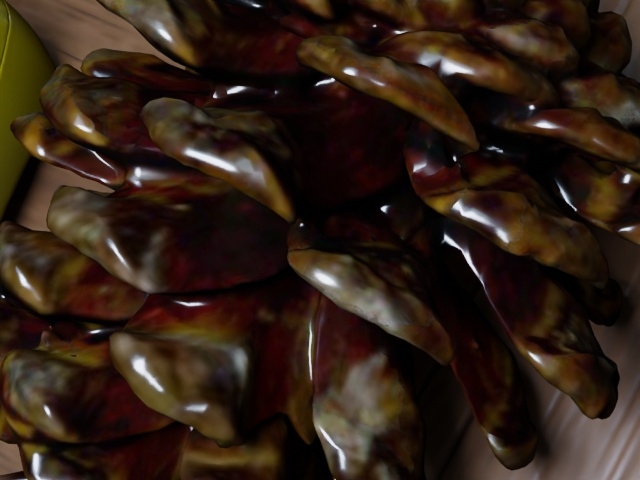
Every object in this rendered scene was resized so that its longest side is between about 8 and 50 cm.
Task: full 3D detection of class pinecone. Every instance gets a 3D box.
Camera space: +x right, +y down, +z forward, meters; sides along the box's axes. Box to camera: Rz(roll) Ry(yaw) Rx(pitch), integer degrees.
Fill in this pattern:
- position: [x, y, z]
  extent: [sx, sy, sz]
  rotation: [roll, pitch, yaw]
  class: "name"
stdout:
- position: [0.000, 0.000, 0.609]
  extent: [0.244, 0.244, 0.309]
  rotation: [40, 105, 29]
  class: "pinecone"

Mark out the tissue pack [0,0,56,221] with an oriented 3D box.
- position: [-0.202, -0.037, 0.751]
  extent: [0.123, 0.127, 0.178]
  rotation: [16, 79, 24]
  class: "tissue pack"
